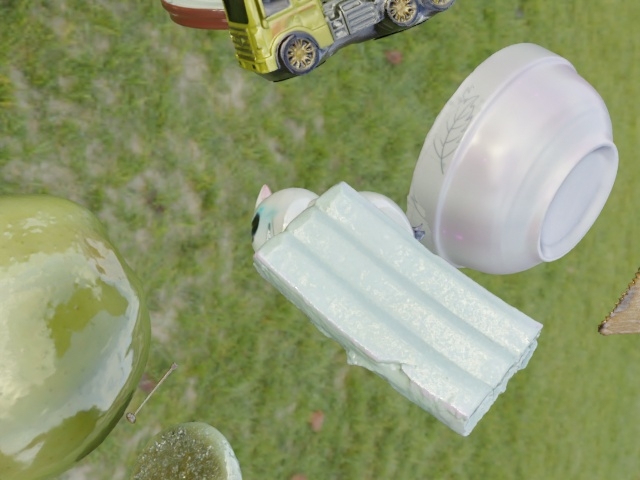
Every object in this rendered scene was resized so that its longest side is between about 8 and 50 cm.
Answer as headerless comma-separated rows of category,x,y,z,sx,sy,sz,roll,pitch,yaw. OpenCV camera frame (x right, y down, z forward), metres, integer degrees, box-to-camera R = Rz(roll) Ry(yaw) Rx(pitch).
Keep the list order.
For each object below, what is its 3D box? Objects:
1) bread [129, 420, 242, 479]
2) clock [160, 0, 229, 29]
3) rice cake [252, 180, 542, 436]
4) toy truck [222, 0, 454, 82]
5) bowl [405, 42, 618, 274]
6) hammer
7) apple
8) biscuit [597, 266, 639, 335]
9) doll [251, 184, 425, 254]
bread,-0.249,0.447,1.696,0.040,0.267,0.267,31,70,-51
clock,-0.146,-0.475,1.816,0.318,0.319,0.080,-39,132,-48
rice cake,0.063,0.053,0.823,0.127,0.237,0.043,-45,164,-22
toy truck,0.028,-0.438,1.606,0.405,0.181,0.254,-28,111,-13
bowl,0.247,-0.075,1.136,0.287,0.144,0.287,-32,141,-31
hammer,-0.280,0.252,1.595,0.123,0.014,0.029,-52,147,-21
apple,-0.374,0.123,1.132,0.357,0.357,0.357,-17,110,-56
biscuit,0.535,0.068,1.356,0.232,0.237,0.013,101,-17,-52
doll,0.004,0.001,0.952,0.107,0.181,0.110,-27,116,-51
